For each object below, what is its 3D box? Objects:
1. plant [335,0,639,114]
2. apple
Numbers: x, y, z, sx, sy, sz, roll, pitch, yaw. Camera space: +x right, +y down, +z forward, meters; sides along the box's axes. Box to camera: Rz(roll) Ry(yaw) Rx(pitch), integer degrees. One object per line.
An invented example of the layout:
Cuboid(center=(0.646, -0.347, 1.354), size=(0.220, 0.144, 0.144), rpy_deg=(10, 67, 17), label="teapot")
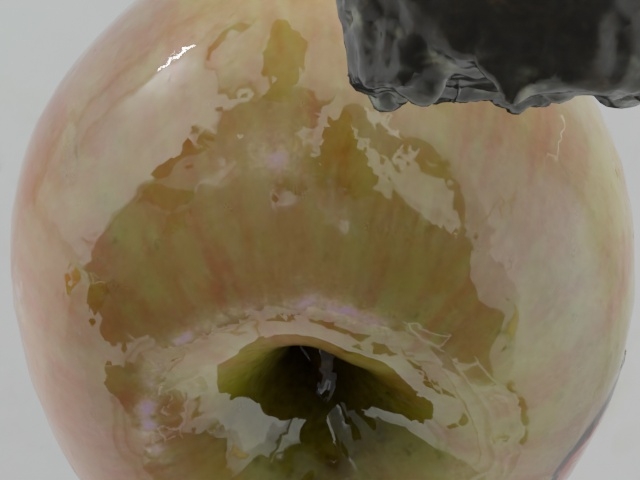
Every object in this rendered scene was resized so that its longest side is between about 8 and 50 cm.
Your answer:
Cuboid(center=(0.069, -0.179, 0.680), size=(0.149, 0.146, 0.275), rpy_deg=(-1, -82, 20), label="plant")
Cuboid(center=(0.000, 0.000, 1.164), size=(0.391, 0.346, 0.391), rpy_deg=(-1, -52, -1), label="apple")
